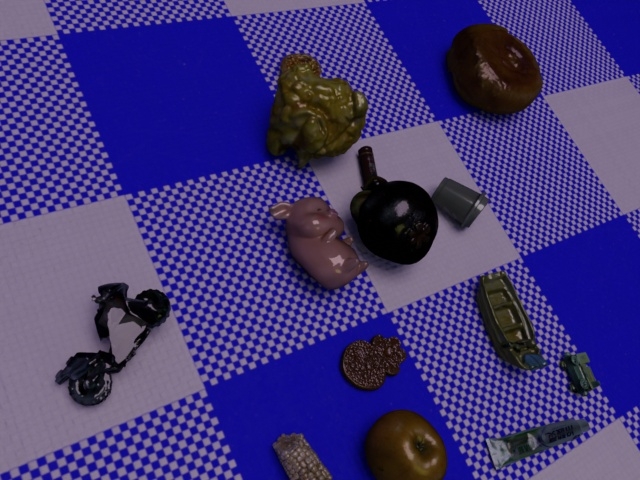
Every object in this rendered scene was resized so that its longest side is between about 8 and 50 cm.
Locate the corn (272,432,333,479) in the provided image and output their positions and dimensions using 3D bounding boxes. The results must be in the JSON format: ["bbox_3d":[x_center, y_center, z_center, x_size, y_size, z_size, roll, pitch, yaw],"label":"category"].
[{"bbox_3d":[-0.019,0.490,1.267,0.087,0.087,0.211,-26,77,-31],"label":"corn"}]

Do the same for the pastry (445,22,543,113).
[{"bbox_3d":[0.573,-0.566,2.029,0.356,0.164,0.356,13,57,-21],"label":"pastry"}]

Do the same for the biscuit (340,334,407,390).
[{"bbox_3d":[0.127,0.290,1.467,0.175,0.026,0.124,-17,72,-28],"label":"biscuit"}]

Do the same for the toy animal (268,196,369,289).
[{"bbox_3d":[-0.001,0.005,1.495,0.154,0.166,0.250,-32,67,12],"label":"toy animal"}]

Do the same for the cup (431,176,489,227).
[{"bbox_3d":[0.393,-0.114,1.741,0.141,0.120,0.120,36,56,9],"label":"cup"}]

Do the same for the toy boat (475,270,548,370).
[{"bbox_3d":[0.495,0.220,1.623,0.111,0.084,0.276,-10,64,-23],"label":"toy boat"}]

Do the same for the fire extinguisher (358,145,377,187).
[{"bbox_3d":[0.138,-0.188,1.717,0.064,0.043,0.158,29,47,-52],"label":"fire extinguisher"}]

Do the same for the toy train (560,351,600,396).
[{"bbox_3d":[0.697,0.357,1.650,0.081,0.050,0.122,-2,63,-31],"label":"toy train"}]

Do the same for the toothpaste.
[{"bbox_3d":[0.542,0.491,1.518,0.297,0.048,0.075,-8,67,-22],"label":"toothpaste"}]

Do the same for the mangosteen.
[{"bbox_3d":[0.188,-0.058,1.580,0.243,0.243,0.243,9,60,-17],"label":"mangosteen"}]

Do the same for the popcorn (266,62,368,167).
[{"bbox_3d":[-0.006,-0.321,1.619,0.250,0.242,0.235,15,42,0],"label":"popcorn"}]

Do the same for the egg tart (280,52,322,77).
[{"bbox_3d":[-0.060,-0.493,1.798,0.128,0.049,0.129,6,63,-12],"label":"egg tart"}]

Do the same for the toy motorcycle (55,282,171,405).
[{"bbox_3d":[-0.434,0.193,1.250,0.159,0.106,0.270,35,67,3],"label":"toy motorcycle"}]

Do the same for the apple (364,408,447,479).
[{"bbox_3d":[0.187,0.458,1.324,0.182,0.155,0.182,8,62,-15],"label":"apple"}]
